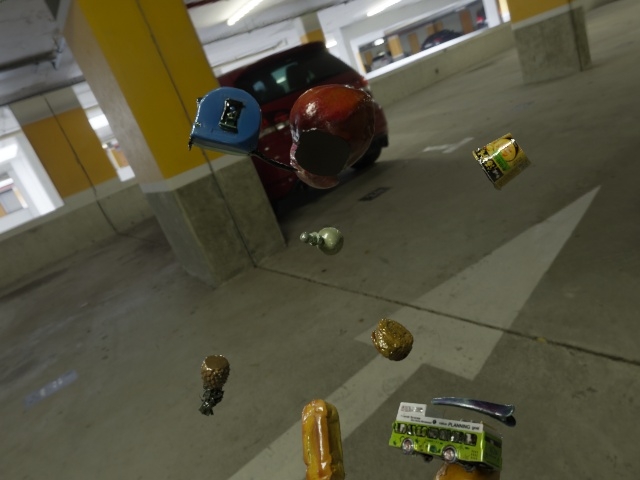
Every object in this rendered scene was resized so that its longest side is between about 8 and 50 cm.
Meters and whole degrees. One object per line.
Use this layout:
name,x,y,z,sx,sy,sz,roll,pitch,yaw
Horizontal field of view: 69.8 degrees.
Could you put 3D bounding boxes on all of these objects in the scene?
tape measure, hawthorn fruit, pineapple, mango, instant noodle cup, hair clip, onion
tape measure,-0.221,-0.349,1.439,0.351,0.215,0.098,12,-13,-10
hawthorn fruit,0.043,-0.262,1.021,0.251,0.190,0.189,-40,23,-24
pineapple,-0.263,0.357,1.120,0.074,0.159,0.074,11,23,-5
mango,0.403,0.689,1.270,0.249,0.156,0.151,-52,-7,-1
instant noodle cup,0.554,-0.242,1.389,0.122,0.151,0.151,-33,12,24
hair clip,0.503,0.551,1.529,0.275,0.083,0.048,4,41,32
onion,-0.049,-0.298,1.792,0.120,0.227,0.283,-36,30,-4

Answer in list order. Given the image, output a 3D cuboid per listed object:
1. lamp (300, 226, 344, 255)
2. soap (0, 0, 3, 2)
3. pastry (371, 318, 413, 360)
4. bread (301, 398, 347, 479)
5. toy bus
lamp,0.000,0.000,1.426,0.091,0.091,0.163,-4,-8,44
soap,-0.353,-0.398,0.569,0.261,0.094,0.150,-10,-2,7
pastry,0.170,0.234,1.084,0.057,0.097,0.109,-61,-5,21
bread,0.003,0.585,1.324,0.102,0.094,0.246,-28,49,28
toy bus,0.333,0.529,1.235,0.301,0.113,0.139,-16,49,49
